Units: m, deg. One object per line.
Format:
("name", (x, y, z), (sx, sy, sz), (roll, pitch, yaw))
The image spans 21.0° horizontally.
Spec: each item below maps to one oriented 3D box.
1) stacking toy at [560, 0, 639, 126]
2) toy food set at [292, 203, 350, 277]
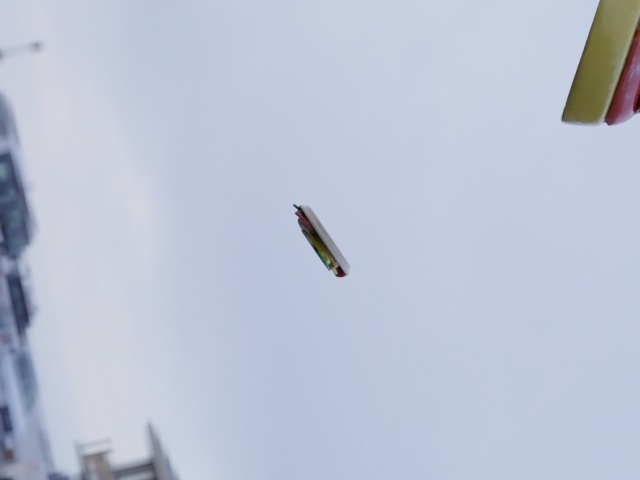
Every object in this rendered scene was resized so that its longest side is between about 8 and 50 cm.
("stacking toy", (0.288, -0.210, 1.299), (0.279, 0.130, 0.309), (5, 104, -83))
("toy food set", (0.000, 0.000, 1.610), (0.083, 0.020, 0.082), (57, 1, 24))
